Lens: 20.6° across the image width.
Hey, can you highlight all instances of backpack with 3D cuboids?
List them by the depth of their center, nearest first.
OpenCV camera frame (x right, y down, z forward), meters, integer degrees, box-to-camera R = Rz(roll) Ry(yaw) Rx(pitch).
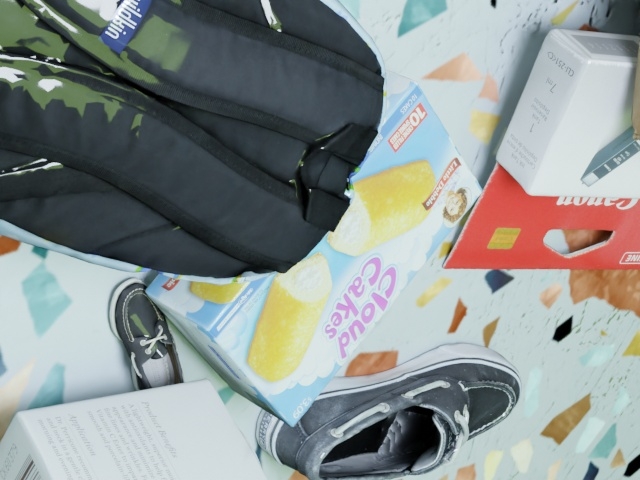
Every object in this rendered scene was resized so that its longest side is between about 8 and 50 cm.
[{"bbox_3d":[-0.122,-0.116,1.186,0.355,0.273,0.290,22,97,-24],"label":"backpack"}]

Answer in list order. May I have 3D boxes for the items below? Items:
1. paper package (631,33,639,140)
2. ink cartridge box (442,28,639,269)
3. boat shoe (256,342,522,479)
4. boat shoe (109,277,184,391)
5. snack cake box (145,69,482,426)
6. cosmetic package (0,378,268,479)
[{"bbox_3d":[0.430,-0.242,1.468,0.309,0.168,0.325,-8,108,-34],"label":"paper package"},{"bbox_3d":[0.288,-0.061,1.623,0.296,0.066,0.261,0,125,-34],"label":"ink cartridge box"},{"bbox_3d":[0.088,0.168,1.615,0.301,0.102,0.108,-3,116,-40],"label":"boat shoe"},{"bbox_3d":[-0.137,0.087,1.418,0.046,0.038,0.125,-27,130,-27],"label":"boat shoe"},{"bbox_3d":[0.000,0.000,1.437,0.264,0.089,0.152,-51,135,-13],"label":"snack cake box"},{"bbox_3d":[-0.153,0.220,1.372,0.183,0.151,0.151,-5,141,-39],"label":"cosmetic package"}]
